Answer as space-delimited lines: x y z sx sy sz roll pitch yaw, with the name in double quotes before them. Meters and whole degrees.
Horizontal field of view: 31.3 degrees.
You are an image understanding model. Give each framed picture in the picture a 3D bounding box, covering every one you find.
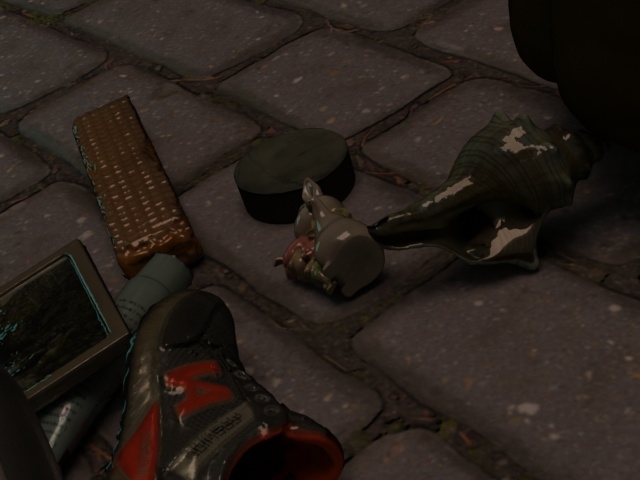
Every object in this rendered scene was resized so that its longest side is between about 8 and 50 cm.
"framed picture" -0.344 0.133 1.111 0.324 0.020 0.240 -33 31 -6

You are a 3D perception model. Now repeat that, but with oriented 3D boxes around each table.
"table" -0.029 -0.074 1.298 0.133 0.043 0.133 -13 34 9

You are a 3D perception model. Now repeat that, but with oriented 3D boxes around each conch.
"conch" 0.174 -0.041 1.093 0.234 0.137 0.114 -40 6 8

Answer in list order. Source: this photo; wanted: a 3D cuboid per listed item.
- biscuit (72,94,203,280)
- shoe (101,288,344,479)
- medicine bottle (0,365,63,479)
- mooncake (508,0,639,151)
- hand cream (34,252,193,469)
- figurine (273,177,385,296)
"biscuit" -0.228 -0.067 1.371 0.094 0.054 0.379 -24 34 -7
"shoe" -0.066 0.153 0.921 0.171 0.132 0.336 -7 37 8
"medicine bottle" -0.387 0.245 0.856 0.371 0.211 0.211 -22 34 -6
"mooncake" 0.405 -0.255 1.101 0.466 0.262 0.467 -1 33 1
"hand cream" -0.223 0.131 1.078 0.085 0.058 0.331 10 42 24
"figurine" -0.005 -0.006 1.153 0.098 0.081 0.146 -30 35 -17
